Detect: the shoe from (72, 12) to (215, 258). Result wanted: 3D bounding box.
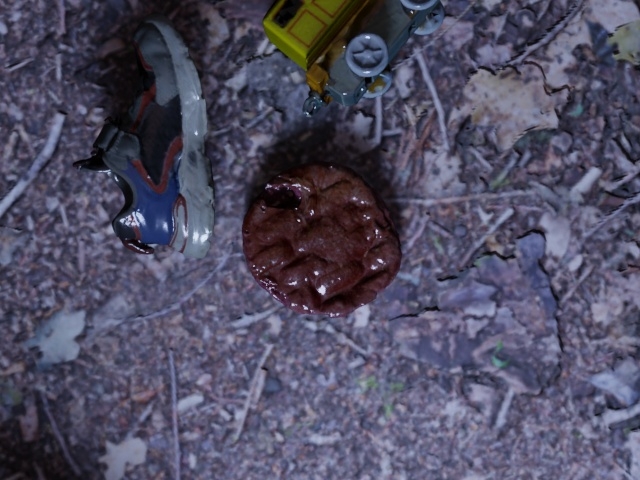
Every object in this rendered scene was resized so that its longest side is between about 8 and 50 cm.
[{"bbox_3d":[-0.165,-0.090,1.467,0.125,0.099,0.228,-9,91,-7],"label":"shoe"}]

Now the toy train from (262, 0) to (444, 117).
[{"bbox_3d":[0.036,-0.215,1.496,0.127,0.089,0.219,38,86,10],"label":"toy train"}]

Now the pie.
[{"bbox_3d":[0.000,0.000,1.505,0.153,0.038,0.154,0,89,-5],"label":"pie"}]
